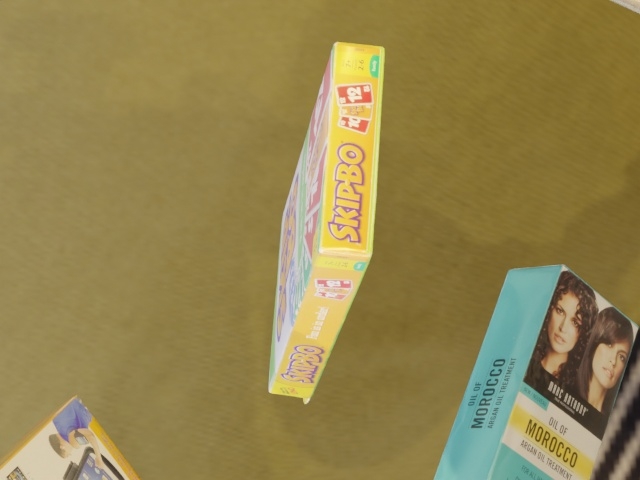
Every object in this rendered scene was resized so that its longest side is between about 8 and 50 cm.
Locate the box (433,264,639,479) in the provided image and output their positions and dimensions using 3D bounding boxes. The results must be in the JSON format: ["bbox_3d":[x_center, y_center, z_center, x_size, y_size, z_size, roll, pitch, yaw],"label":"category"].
[{"bbox_3d":[0.155,0.148,1.440,0.060,0.100,0.244,-8,53,49],"label":"box"}]

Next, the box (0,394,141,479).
[{"bbox_3d":[-0.116,0.127,0.872,0.028,0.136,0.081,-36,94,15],"label":"box"}]

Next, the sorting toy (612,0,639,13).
[{"bbox_3d":[0.162,-0.237,1.187,0.307,0.229,0.041,32,141,35],"label":"sorting toy"}]

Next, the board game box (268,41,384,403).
[{"bbox_3d":[0.000,0.000,1.117,0.039,0.259,0.124,6,67,-3],"label":"board game box"}]
